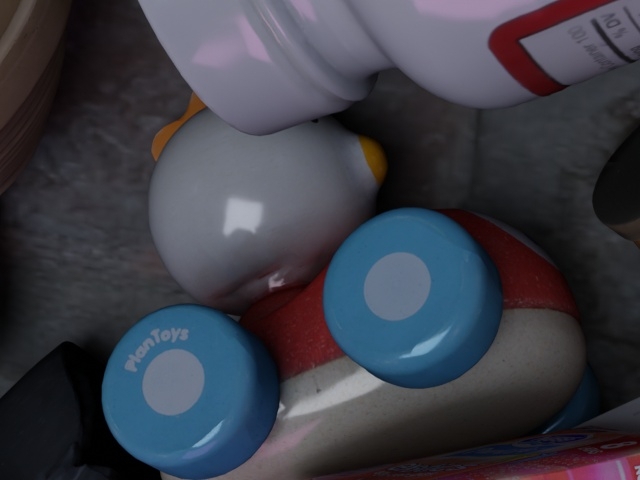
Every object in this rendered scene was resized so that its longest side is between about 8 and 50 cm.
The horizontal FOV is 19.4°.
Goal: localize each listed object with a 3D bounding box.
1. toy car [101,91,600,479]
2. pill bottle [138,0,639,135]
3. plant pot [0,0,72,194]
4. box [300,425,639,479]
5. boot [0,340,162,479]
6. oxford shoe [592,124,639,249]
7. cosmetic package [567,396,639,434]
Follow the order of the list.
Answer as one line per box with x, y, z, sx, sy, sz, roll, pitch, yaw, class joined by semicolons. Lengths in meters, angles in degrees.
0.000;0.000;0.907;0.210;0.219;0.238;-23;65;13;toy car
0.122;-0.193;0.774;0.407;0.229;0.229;-20;98;19;pill bottle
-0.213;-0.081;0.939;0.237;0.237;0.110;-13;142;19;plant pot
0.091;0.238;0.774;0.154;0.142;0.300;-9;88;-8;box
-0.275;0.217;1.026;0.445;0.146;0.367;-47;55;11;boot
0.228;-0.066;0.875;0.076;0.076;0.212;37;112;-28;oxford shoe
0.107;0.147;0.923;0.239;0.099;0.060;-28;65;19;cosmetic package
